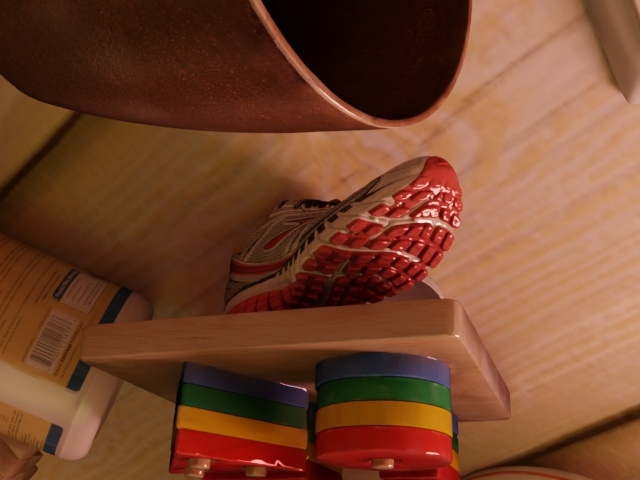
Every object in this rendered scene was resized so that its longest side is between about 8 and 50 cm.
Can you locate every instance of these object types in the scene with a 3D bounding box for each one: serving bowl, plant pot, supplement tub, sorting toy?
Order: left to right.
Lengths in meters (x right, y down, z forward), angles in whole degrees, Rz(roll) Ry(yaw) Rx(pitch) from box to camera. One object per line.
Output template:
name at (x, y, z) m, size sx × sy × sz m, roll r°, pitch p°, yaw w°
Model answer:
supplement tub at (-0.251, 0.074, 0.670) m, size 0.199 × 0.144 × 0.144 m, roll 25°, pitch 129°, yaw -7°
plant pot at (-0.072, -0.146, 0.438) m, size 0.230 × 0.215 × 0.215 m, roll -6°, pitch 127°, yaw 37°
sorting toy at (-0.003, 0.133, 0.620) m, size 0.257 × 0.089 × 0.255 m, roll -6°, pitch 156°, yaw 18°
serving bowl at (0.058, 0.048, 0.652) m, size 0.083 × 0.027 × 0.083 m, roll 7°, pitch 128°, yaw 8°

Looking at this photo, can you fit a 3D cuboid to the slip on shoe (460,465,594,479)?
slip on shoe at (0.122, 0.291, 0.781) m, size 0.331 × 0.101 × 0.123 m, roll -16°, pitch 121°, yaw 23°

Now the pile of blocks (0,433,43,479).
pile of blocks at (-0.415, 0.154, 0.817) m, size 0.362 × 0.149 × 0.112 m, roll 17°, pitch 173°, yaw 12°

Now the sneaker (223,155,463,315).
sneaker at (0.000, 0.000, 0.577) m, size 0.088 × 0.093 × 0.225 m, roll 18°, pitch 143°, yaw -38°

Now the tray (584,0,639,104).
tray at (0.188, -0.197, 0.428) m, size 0.145 × 0.030 × 0.270 m, roll -19°, pitch 121°, yaw 24°
